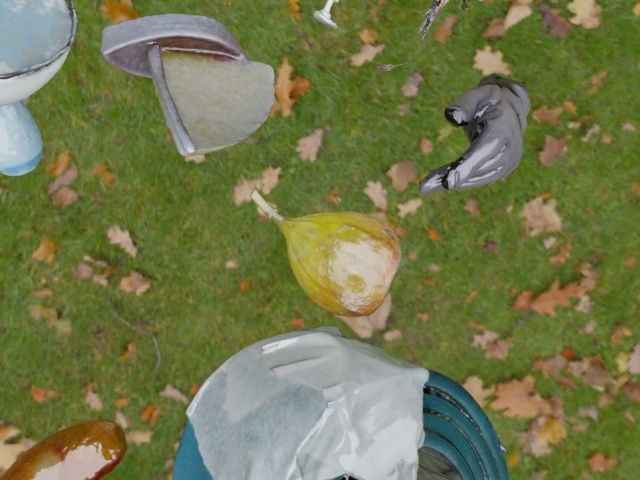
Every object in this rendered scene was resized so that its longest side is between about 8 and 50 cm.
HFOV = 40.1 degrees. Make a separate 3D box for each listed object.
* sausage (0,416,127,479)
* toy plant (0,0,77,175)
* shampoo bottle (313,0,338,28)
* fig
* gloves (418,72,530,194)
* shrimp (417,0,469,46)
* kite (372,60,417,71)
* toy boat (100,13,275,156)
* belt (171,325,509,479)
[{"bbox_3d":[-0.361,0.330,1.073,0.103,0.076,0.302,39,95,-26],"label":"sausage"},{"bbox_3d":[-0.465,-0.201,1.137,0.247,0.247,0.332,12,146,-21],"label":"toy plant"},{"bbox_3d":[0.031,-0.291,0.889,0.045,0.077,0.152,28,91,11],"label":"shampoo bottle"},{"bbox_3d":[0.000,0.000,1.302,0.257,0.159,0.159,37,102,1],"label":"fig"},{"bbox_3d":[0.211,-0.146,1.148,0.285,0.119,0.142,-50,127,-42],"label":"gloves"},{"bbox_3d":[0.293,-0.523,1.711,0.145,0.116,0.343,36,83,-7],"label":"shrimp"},{"bbox_3d":[0.128,-0.301,1.523,0.078,0.044,0.002,-6,84,-4],"label":"kite"},{"bbox_3d":[-0.194,-0.256,1.439,0.276,0.293,0.111,-21,157,-41],"label":"toy boat"},{"bbox_3d":[0.038,0.276,0.859,0.300,0.173,0.437,-46,133,-27],"label":"belt"}]
